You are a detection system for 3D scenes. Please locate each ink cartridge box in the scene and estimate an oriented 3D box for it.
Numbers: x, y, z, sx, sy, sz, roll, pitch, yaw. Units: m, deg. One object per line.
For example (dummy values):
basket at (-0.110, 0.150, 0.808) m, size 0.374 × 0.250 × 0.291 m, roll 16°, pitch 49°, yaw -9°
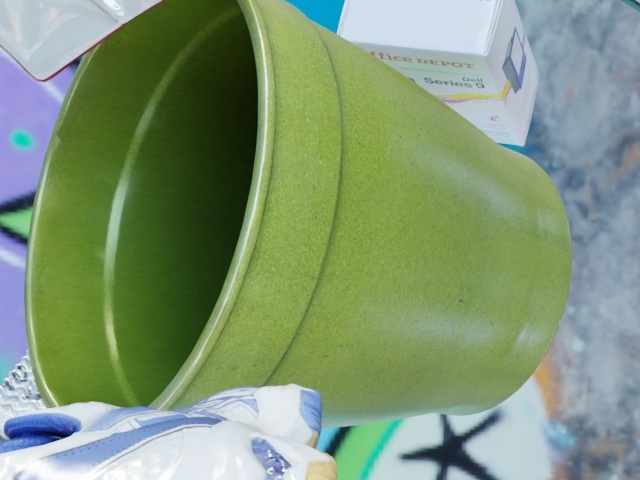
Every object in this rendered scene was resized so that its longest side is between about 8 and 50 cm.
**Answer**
ink cartridge box at (0.122, -0.182, 1.391) m, size 0.154 × 0.212 × 0.093 m, roll 9°, pitch 71°, yaw 20°

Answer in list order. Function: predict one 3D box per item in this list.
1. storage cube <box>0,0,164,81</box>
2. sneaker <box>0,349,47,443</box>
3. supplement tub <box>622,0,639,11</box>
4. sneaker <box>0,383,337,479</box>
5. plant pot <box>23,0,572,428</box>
storage cube at (-0.155, -0.254, 0.899) m, size 0.183 × 0.215 × 0.193 m, roll -24°, pitch 33°, yaw 33°
sneaker at (-0.268, 0.163, 1.562) m, size 0.293 × 0.102 × 0.146 m, roll -51°, pitch -26°, yaw -46°
supplement tub at (0.269, -0.222, 0.891) m, size 0.194 × 0.316 × 0.193 m, roll -61°, pitch 2°, yaw 4°
sneaker at (-0.070, 0.098, 0.545) m, size 0.296 × 0.131 × 0.112 m, roll 120°, pitch 163°, yaw -82°
plant pot at (0.000, 0.000, 1.128) m, size 0.366 × 0.353 × 0.367 m, roll -25°, pitch 59°, yaw 50°
